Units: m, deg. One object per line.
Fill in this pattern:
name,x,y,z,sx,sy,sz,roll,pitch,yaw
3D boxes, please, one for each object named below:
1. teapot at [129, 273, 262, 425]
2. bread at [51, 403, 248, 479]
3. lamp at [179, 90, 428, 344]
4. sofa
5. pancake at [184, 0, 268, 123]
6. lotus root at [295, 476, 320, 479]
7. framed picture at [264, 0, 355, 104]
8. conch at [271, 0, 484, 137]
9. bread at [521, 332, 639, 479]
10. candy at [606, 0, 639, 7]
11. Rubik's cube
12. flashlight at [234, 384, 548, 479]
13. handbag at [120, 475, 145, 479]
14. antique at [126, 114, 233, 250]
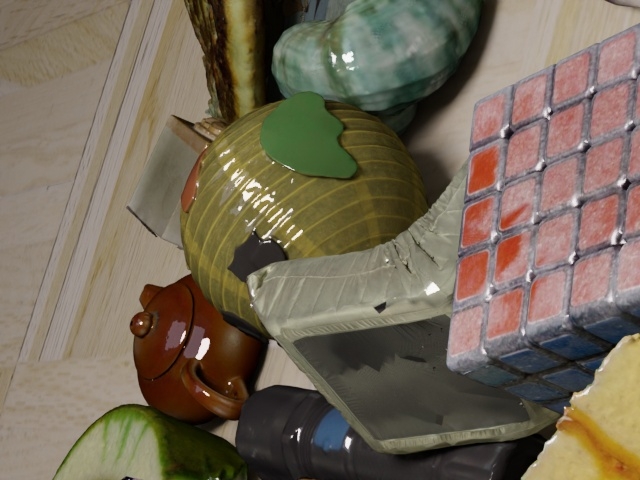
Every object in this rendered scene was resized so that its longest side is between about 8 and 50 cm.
teapot,-0.144,0.121,2.027,0.178,0.135,0.252,-62,28,16
bread,-0.207,0.358,1.958,0.382,0.129,0.366,-49,30,28
lamp,0.000,0.000,1.789,0.284,0.250,0.250,49,114,31
sofa,0.092,0.050,1.538,0.225,0.210,0.176,-14,40,39
pancake,-0.123,-0.298,2.167,0.305,0.067,0.427,167,87,-76
lotus root,0.014,0.318,1.601,0.146,0.160,0.284,-18,41,-1
framed picture,-0.028,-0.259,2.165,0.347,0.016,0.265,19,100,60
conch,0.055,-0.195,1.907,0.220,0.195,0.277,-53,-22,-61
bread,0.276,0.193,1.162,0.168,0.264,0.163,-59,28,23
candy,0.274,-0.408,1.660,0.359,0.208,0.145,-64,23,7
Rubik's cube,0.258,0.004,1.354,0.237,0.237,0.238,-20,51,50
flashlight,0.065,0.194,1.684,0.424,0.103,0.103,1,70,57
handbag,-0.137,0.345,1.752,0.208,0.228,0.127,-69,16,-12
antique,-0.108,-0.054,2.076,0.148,0.152,0.146,-66,28,6
